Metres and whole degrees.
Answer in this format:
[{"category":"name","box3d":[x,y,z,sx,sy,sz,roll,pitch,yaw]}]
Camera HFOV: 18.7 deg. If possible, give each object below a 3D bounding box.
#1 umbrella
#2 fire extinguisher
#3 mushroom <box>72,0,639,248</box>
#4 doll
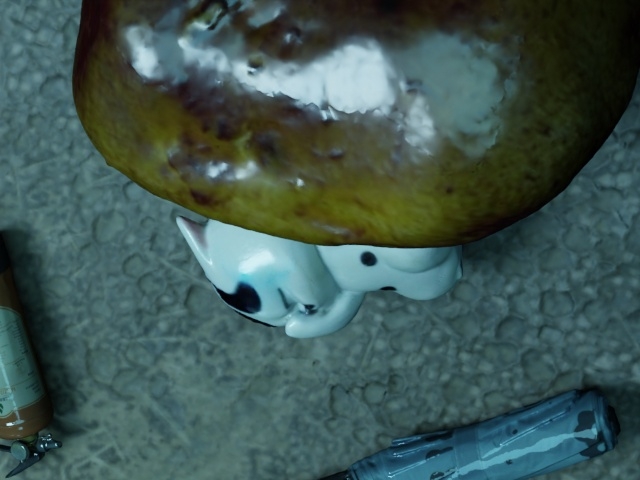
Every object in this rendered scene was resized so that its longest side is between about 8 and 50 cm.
[{"category":"umbrella","box3d":[0.083,0.154,1.346,0.250,0.052,0.053,-17,61,10]},{"category":"fire extinguisher","box3d":[-0.222,0.084,1.348,0.062,0.050,0.177,-5,108,26]},{"category":"mushroom","box3d":[0.026,-0.139,1.165,0.345,0.259,0.345,-4,66,9]},{"category":"doll","box3d":[0.007,0.000,1.272,0.180,0.110,0.107,-19,61,5]}]
